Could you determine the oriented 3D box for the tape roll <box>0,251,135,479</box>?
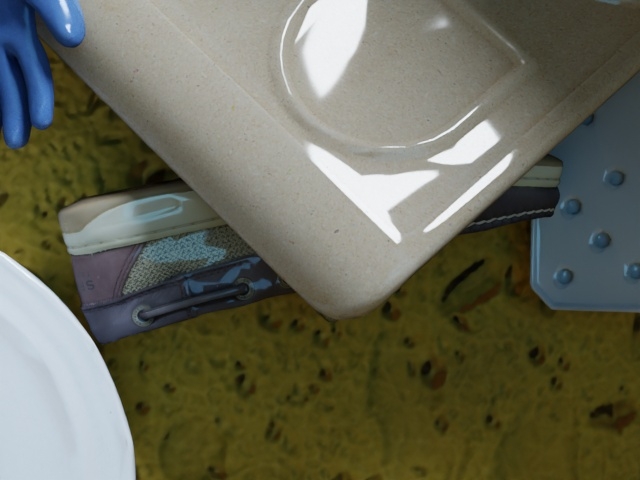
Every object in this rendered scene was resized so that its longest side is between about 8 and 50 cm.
[{"bbox_3d":[-0.239,0.127,0.668,0.286,0.100,0.286,1,86,-12],"label":"tape roll"}]

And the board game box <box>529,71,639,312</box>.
[{"bbox_3d":[0.320,-0.150,0.722,0.390,0.050,0.390,1,87,22],"label":"board game box"}]

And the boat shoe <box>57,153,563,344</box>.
[{"bbox_3d":[0.000,0.000,0.726,0.285,0.103,0.092,-8,98,-12],"label":"boat shoe"}]

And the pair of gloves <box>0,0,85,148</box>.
[{"bbox_3d":[-0.211,-0.123,0.675,0.198,0.023,0.159,-4,98,25],"label":"pair of gloves"}]

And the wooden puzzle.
[{"bbox_3d":[0.029,-0.168,0.701,0.348,0.080,0.322,-42,74,-14],"label":"wooden puzzle"}]
